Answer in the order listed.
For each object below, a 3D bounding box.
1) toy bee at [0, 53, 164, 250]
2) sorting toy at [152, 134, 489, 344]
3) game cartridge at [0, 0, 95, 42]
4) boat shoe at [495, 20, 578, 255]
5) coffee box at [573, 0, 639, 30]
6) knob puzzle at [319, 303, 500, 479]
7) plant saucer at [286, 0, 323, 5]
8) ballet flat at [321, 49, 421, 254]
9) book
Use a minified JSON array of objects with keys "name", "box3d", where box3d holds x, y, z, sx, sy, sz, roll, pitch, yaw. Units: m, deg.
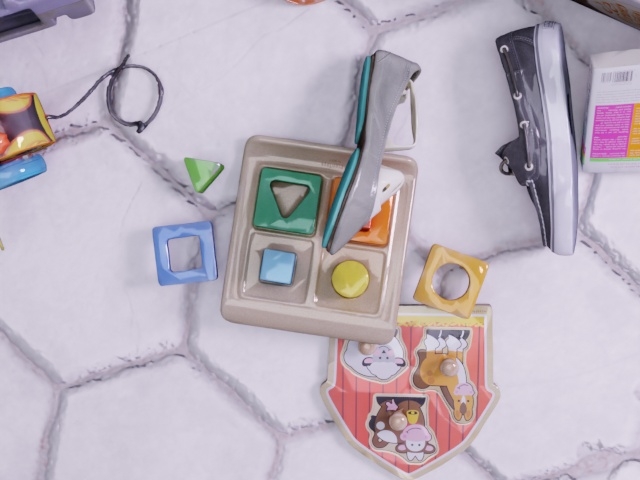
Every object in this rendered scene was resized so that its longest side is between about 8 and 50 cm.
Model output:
[{"name":"toy bee","box3d":[-0.326,-0.108,0.901,0.298,0.162,0.195,-41,93,9]},{"name":"sorting toy","box3d":[0.000,0.000,0.946,0.347,0.047,0.196,8,90,1]},{"name":"game cartridge","box3d":[-0.399,-0.267,0.880,0.355,0.068,0.230,-16,73,5]},{"name":"boat shoe","box3d":[0.209,-0.096,0.920,0.076,0.080,0.228,-4,103,21]},{"name":"coffee box","box3d":[0.307,-0.249,0.854,0.246,0.141,0.098,24,100,0]},{"name":"knob puzzle","box3d":[0.095,0.165,0.990,0.213,0.030,0.213,0,100,3]},{"name":"plant saucer","box3d":[-0.012,-0.268,0.909,0.083,0.013,0.083,-10,137,-9]},{"name":"ballet flat","box3d":[0.056,-0.083,0.901,0.068,0.072,0.213,15,75,-5]},{"name":"book","box3d":[0.299,-0.120,0.884,0.096,0.035,0.144,-4,144,7]}]
